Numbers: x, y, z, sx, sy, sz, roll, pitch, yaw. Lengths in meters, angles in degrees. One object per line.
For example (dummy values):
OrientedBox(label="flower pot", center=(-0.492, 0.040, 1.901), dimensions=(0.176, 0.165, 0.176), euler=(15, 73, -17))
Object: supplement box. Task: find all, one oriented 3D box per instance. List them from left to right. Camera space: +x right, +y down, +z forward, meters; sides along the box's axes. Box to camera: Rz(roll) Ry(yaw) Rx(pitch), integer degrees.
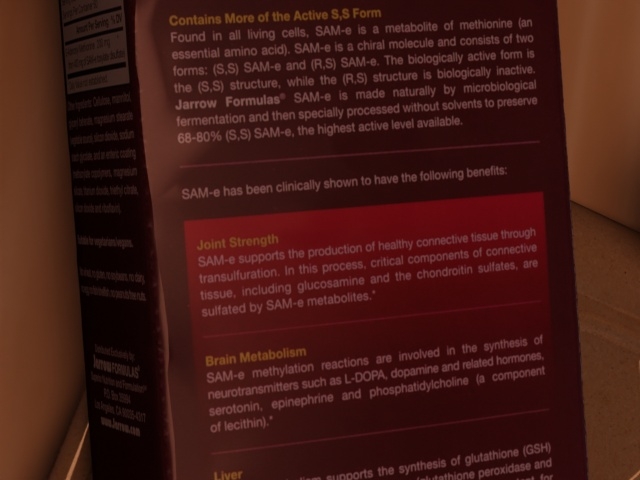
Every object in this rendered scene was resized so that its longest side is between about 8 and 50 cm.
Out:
OrientedBox(label="supplement box", center=(0.000, 0.000, 0.565), dimensions=(0.130, 0.073, 0.239), euler=(-4, 93, -23))

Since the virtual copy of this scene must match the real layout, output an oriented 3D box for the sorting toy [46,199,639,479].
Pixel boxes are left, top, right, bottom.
OrientedBox(label="sorting toy", center=(0.059, 0.100, 0.653), dimensions=(0.307, 0.041, 0.229), euler=(24, 81, -21))
